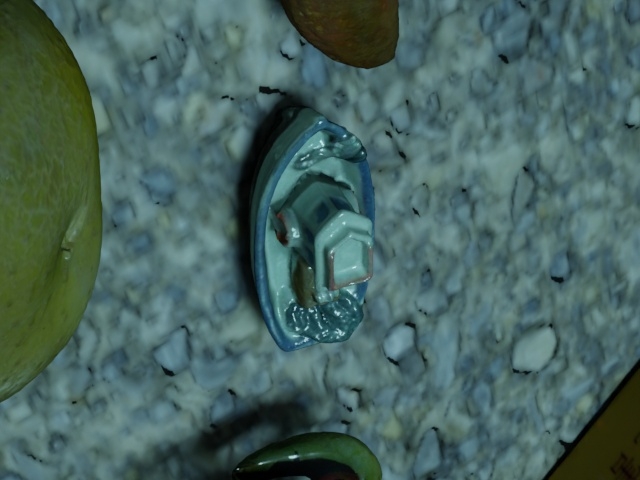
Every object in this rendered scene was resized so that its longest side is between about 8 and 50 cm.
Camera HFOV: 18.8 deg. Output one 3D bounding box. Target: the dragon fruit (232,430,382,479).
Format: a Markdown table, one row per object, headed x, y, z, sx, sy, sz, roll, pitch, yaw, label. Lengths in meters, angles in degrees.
| x | y | z | sx | sy | sz | roll | pitch | yaw | label |
| --- | --- | --- | --- | --- | --- | --- | --- | --- | --- |
| -0.075 | 0.230 | 0.927 | 0.198 | 0.272 | 0.218 | 0 | 150 | 21 | dragon fruit |

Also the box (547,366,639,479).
| x | y | z | sx | sy | sz | roll | pitch | yaw | label |
| --- | --- | --- | --- | --- | --- | --- | --- | --- | --- |
| 0.322 | 0.196 | 1.008 | 0.116 | 0.415 | 0.264 | 22 | 110 | -46 | box |

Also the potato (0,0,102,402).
| x | y | z | sx | sy | sz | roll | pitch | yaw | label |
| --- | --- | --- | --- | --- | --- | --- | --- | --- | --- |
| -0.155 | -0.009 | 0.688 | 0.157 | 0.157 | 0.194 | -25 | 150 | -18 | potato |

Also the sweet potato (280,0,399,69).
| x | y | z | sx | sy | sz | roll | pitch | yaw | label |
| --- | --- | --- | --- | --- | --- | --- | --- | --- | --- |
| -0.002 | -0.150 | 0.742 | 0.050 | 0.050 | 0.214 | -27 | 135 | -16 | sweet potato |

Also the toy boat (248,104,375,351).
| x | y | z | sx | sy | sz | roll | pitch | yaw | label |
| --- | --- | --- | --- | --- | --- | --- | --- | --- | --- |
| 0.000 | 0.000 | 0.859 | 0.059 | 0.066 | 0.140 | -18 | 134 | -19 | toy boat |
